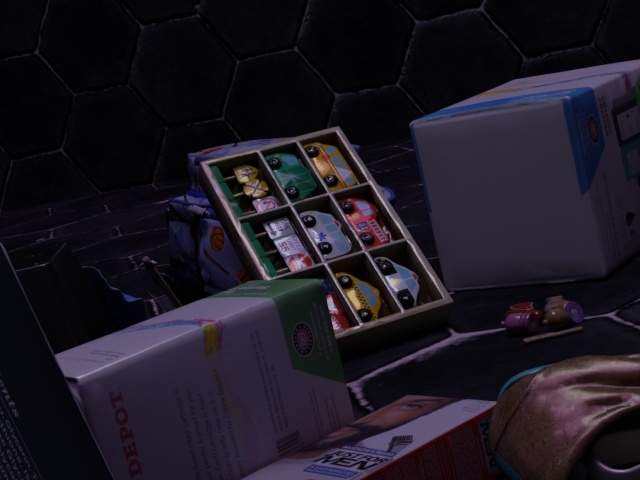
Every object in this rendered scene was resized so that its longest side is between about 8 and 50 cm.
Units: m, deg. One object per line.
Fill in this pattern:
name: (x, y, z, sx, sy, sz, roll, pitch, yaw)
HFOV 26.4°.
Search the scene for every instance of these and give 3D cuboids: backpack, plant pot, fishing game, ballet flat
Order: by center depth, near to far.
ballet flat: (0.273, 0.101, 0.812, 0.342, 0.116, 0.124, -12, 29, -2)
plant pot: (-0.296, 0.101, 1.329, 0.187, 0.167, 0.188, -12, 9, -1)
fishing game: (-0.276, 0.089, 1.464, 0.264, 0.189, 0.041, -12, 48, 13)
backpack: (-0.033, -0.017, 1.604, 0.277, 0.213, 0.263, -14, 20, -26)

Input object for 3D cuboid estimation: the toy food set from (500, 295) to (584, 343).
toy food set: (0.206, 0.069, 1.295, 0.078, 0.019, 0.122, -13, 10, -1)

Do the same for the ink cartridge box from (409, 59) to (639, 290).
ink cartridge box: (0.266, -0.080, 1.547, 0.197, 0.198, 0.270, -7, 12, 35)

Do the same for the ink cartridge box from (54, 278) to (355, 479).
ink cartridge box: (-0.085, 0.129, 0.930, 0.212, 0.154, 0.093, -22, 13, -41)

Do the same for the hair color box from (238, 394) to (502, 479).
hair color box: (0.038, 0.157, 0.914, 0.167, 0.053, 0.093, -19, 11, -41)

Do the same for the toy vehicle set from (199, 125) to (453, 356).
toy vehicle set: (0.000, 0.000, 1.409, 0.166, 0.035, 0.267, -17, 53, -20)

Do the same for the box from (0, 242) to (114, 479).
box: (-0.270, 0.176, 0.595, 0.294, 0.212, 0.395, -23, 9, 4)
